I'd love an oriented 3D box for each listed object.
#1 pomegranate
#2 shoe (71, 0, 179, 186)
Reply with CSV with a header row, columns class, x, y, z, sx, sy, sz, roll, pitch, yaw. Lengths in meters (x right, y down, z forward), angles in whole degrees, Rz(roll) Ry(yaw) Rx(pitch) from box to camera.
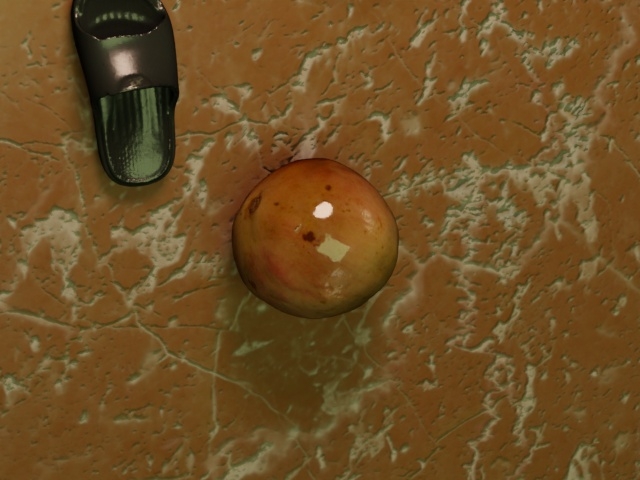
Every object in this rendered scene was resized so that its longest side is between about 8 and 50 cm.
class,x,y,z,sx,sy,sz,roll,pitch,yaw
pomegranate,-0.003,0.001,2.056,0.191,0.191,0.191,-7,113,-18
shoe,-0.199,-0.164,1.969,0.108,0.093,0.241,-12,116,-15
